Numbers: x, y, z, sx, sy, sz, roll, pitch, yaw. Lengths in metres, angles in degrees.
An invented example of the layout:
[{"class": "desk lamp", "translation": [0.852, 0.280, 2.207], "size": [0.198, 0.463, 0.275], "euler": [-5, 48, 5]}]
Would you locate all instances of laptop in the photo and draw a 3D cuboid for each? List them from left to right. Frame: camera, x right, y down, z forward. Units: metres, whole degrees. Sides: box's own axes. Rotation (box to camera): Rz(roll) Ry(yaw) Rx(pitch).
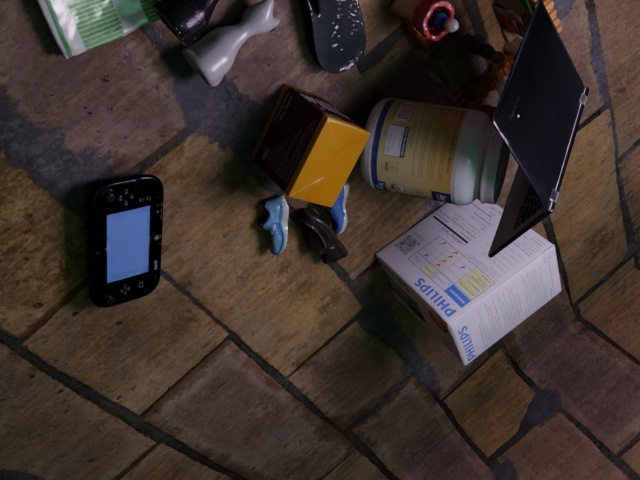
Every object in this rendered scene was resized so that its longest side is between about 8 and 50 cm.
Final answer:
[{"class": "laptop", "translation": [0.438, -0.237, 1.588], "size": [0.381, 0.237, 0.408], "euler": [-63, -176, -29]}]

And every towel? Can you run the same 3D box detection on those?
[{"class": "towel", "translation": [-0.349, -0.486, 1.239], "size": [0.325, 0.038, 0.247], "euler": [-29, 133, -16]}]

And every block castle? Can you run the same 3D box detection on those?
[{"class": "block castle", "translation": [0.399, -0.479, 1.666], "size": [0.303, 0.213, 0.453], "euler": [-45, 136, 0]}]

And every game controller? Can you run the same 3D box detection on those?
[{"class": "game controller", "translation": [-0.423, 0.003, 1.531], "size": [0.167, 0.067, 0.319], "euler": [-11, 128, -30]}]

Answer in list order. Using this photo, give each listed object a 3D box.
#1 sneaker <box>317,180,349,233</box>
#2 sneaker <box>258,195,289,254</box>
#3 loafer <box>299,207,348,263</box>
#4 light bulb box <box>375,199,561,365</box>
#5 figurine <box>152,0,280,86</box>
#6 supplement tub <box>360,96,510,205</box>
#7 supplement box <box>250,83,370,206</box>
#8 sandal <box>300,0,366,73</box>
[{"class": "sneaker", "translation": [0.025, -0.081, 1.799], "size": [0.085, 0.058, 0.152], "euler": [-15, 125, -34]}, {"class": "sneaker", "translation": [-0.120, -0.038, 1.741], "size": [0.073, 0.063, 0.162], "euler": [-5, 121, -13]}, {"class": "loafer", "translation": [0.000, 0.000, 1.827], "size": [0.078, 0.080, 0.220], "euler": [-42, 136, -3]}, {"class": "light bulb box", "translation": [0.418, 0.092, 2.003], "size": [0.361, 0.358, 0.225], "euler": [-35, 134, -8]}, {"class": "figurine", "translation": [-0.180, -0.427, 1.342], "size": [0.209, 0.092, 0.215], "euler": [-40, 154, -5]}, {"class": "supplement tub", "translation": [0.275, -0.208, 1.664], "size": [0.228, 0.317, 0.228], "euler": [13, 90, -70]}, {"class": "supplement box", "translation": [-0.027, -0.212, 1.566], "size": [0.129, 0.194, 0.191], "euler": [12, 114, -41]}, {"class": "sandal", "translation": [0.019, -0.536, 1.418], "size": [0.168, 0.107, 0.445], "euler": [-35, 134, -12]}]
